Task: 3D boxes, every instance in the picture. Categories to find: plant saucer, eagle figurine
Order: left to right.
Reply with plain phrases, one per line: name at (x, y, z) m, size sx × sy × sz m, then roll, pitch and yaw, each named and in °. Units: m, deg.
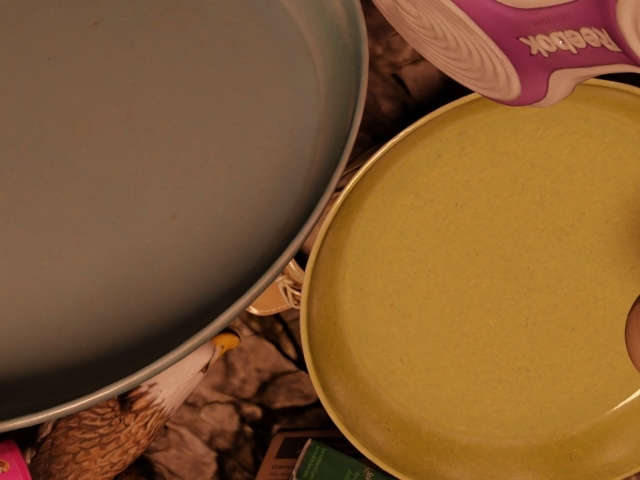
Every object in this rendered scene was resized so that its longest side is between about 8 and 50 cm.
plant saucer at (-0.130, -0.048, 0.604) m, size 0.318 × 0.317 × 0.043 m, roll 3°, pitch 147°, yaw 16°
eagle figurine at (-0.144, 0.088, 0.762) m, size 0.226 × 0.225 × 0.298 m, roll 10°, pitch 136°, yaw 24°
plant saucer at (0.108, 0.026, 0.684) m, size 0.241 × 0.037 × 0.241 m, roll -2°, pitch 115°, yaw -5°

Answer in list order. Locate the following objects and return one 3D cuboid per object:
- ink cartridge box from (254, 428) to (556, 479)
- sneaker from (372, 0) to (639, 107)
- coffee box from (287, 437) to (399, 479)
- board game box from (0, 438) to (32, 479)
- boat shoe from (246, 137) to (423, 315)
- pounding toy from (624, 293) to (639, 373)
ink cartridge box at (0.077, 0.230, 0.837) m, size 0.193 × 0.088 × 0.234 m, roll -5°, pitch 119°, yaw 19°
sneaker at (0.122, -0.131, 0.536) m, size 0.114 × 0.152 × 0.305 m, roll 48°, pitch 164°, yaw -32°
coffee box at (0.053, 0.195, 0.744) m, size 0.184 × 0.040 × 0.113 m, roll 25°, pitch 125°, yaw 2°
board game box at (-0.279, 0.135, 0.772) m, size 0.390 × 0.050 × 0.390 m, roll 48°, pitch 137°, yaw 37°
boat shoe at (0.002, 0.001, 0.734) m, size 0.153 × 0.048 × 0.056 m, roll -32°, pitch 108°, yaw 32°
pounding toy at (0.195, -0.064, 0.577) m, size 0.110 × 0.183 × 0.237 m, roll 37°, pitch 134°, yaw 23°
